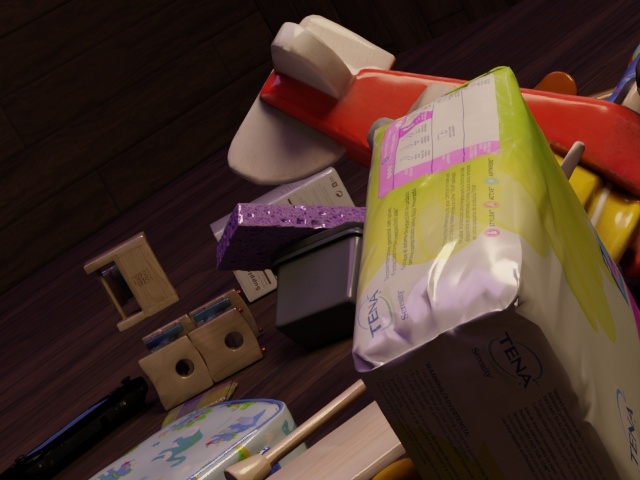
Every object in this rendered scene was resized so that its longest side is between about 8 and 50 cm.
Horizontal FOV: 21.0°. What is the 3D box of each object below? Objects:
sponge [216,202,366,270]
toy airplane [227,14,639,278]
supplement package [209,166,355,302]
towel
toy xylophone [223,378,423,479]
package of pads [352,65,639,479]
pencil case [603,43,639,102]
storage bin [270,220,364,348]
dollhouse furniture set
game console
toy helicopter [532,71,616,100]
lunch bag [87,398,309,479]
[{"bbox_3d":[0.000,0.000,1.860,0.210,0.031,0.117,3,-27,-16],"label":"sponge"},{"bbox_3d":[0.110,-0.036,1.396,0.386,0.273,0.384,15,-11,-43],"label":"toy airplane"},{"bbox_3d":[-0.042,-0.013,2.257,0.179,0.105,0.105,-29,11,-2],"label":"supplement package"},{"bbox_3d":[-0.128,0.175,1.821,0.083,0.009,0.060,-27,10,13],"label":"towel"},{"bbox_3d":[0.066,0.147,1.202,0.322,0.081,0.236,-32,10,-17],"label":"toy xylophone"},{"bbox_3d":[0.112,0.055,0.952,0.101,0.229,0.296,-25,24,16],"label":"package of pads"},{"bbox_3d":[0.304,-0.102,1.676,0.306,0.119,0.133,-41,-16,-48],"label":"pencil case"},{"bbox_3d":[0.015,0.056,1.813,0.135,0.098,0.091,-21,46,35],"label":"storage bin"},{"bbox_3d":[-0.161,0.068,1.941,0.129,0.184,0.129,-29,10,1],"label":"dollhouse furniture set"},{"bbox_3d":[-0.340,0.257,1.901,0.361,0.044,0.213,-36,12,-39],"label":"game console"},{"bbox_3d":[0.276,-0.137,2.050,0.355,0.140,0.235,-17,1,3],"label":"toy helicopter"},{"bbox_3d":[-0.115,0.212,1.356,0.219,0.090,0.176,-35,10,-32],"label":"lunch bag"}]
